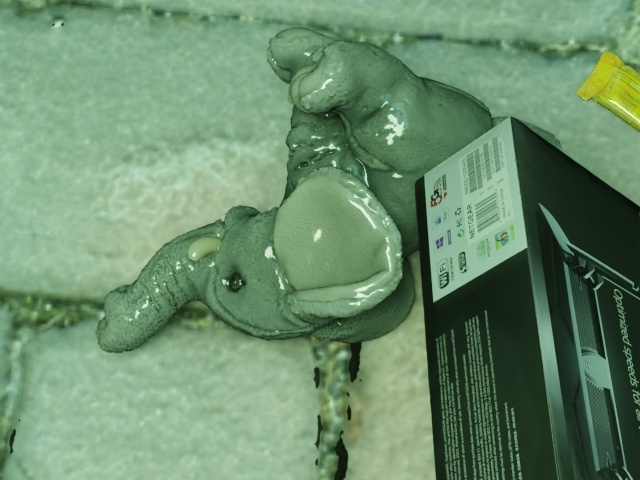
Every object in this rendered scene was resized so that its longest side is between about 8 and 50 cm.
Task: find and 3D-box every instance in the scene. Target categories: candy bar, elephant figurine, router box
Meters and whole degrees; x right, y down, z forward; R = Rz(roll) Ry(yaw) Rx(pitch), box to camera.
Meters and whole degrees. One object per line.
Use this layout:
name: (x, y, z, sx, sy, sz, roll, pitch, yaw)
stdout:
candy bar: (0.255, -0.073, 0.925, 0.161, 0.018, 0.040, 38, 81, 8)
elephant figurine: (0.000, 0.000, 0.850, 0.169, 0.186, 0.239, 26, 85, -40)
router box: (0.169, 0.115, 0.722, 0.243, 0.081, 0.309, 30, 43, -32)
